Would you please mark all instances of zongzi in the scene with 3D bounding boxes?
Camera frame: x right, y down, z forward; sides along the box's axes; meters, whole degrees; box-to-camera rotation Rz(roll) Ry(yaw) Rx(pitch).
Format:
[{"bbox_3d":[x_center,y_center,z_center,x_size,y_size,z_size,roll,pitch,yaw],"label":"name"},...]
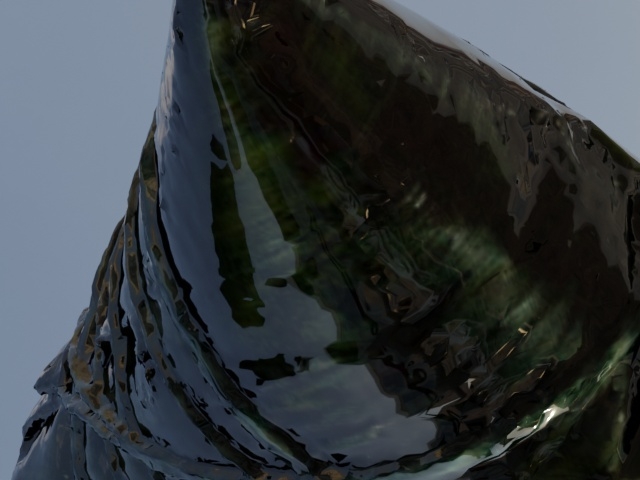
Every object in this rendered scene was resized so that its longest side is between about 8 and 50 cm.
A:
[{"bbox_3d":[0.000,0.000,0.639,0.362,0.383,0.319,43,-110,-37],"label":"zongzi"}]
